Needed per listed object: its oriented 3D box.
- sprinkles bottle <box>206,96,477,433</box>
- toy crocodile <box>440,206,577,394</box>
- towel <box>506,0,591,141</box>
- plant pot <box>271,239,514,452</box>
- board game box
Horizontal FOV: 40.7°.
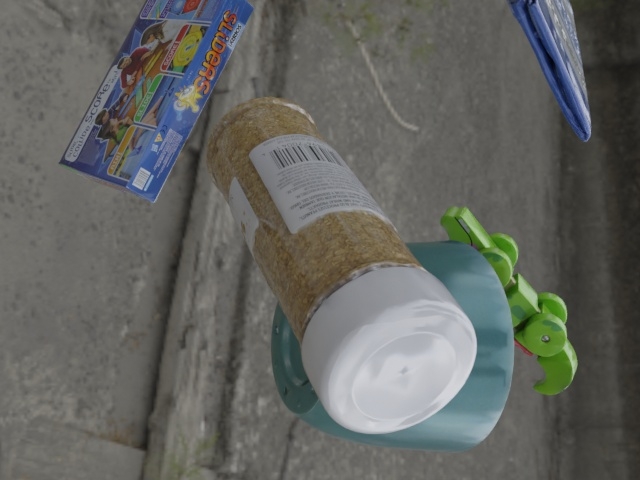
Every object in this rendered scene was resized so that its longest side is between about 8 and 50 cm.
[{"bbox_3d":[0.000,0.000,0.734,0.121,0.121,0.355,65,-4,-39],"label":"sprinkles bottle"},{"bbox_3d":[0.296,0.090,1.359,0.340,0.105,0.115,50,24,-6],"label":"toy crocodile"},{"bbox_3d":[0.270,-0.277,1.040,0.209,0.034,0.285,52,32,-35],"label":"towel"},{"bbox_3d":[0.074,0.140,1.152,0.235,0.293,0.293,3,78,-27],"label":"plant pot"},{"bbox_3d":[-0.156,-0.142,0.805,0.035,0.136,0.201,33,81,-43],"label":"board game box"}]
